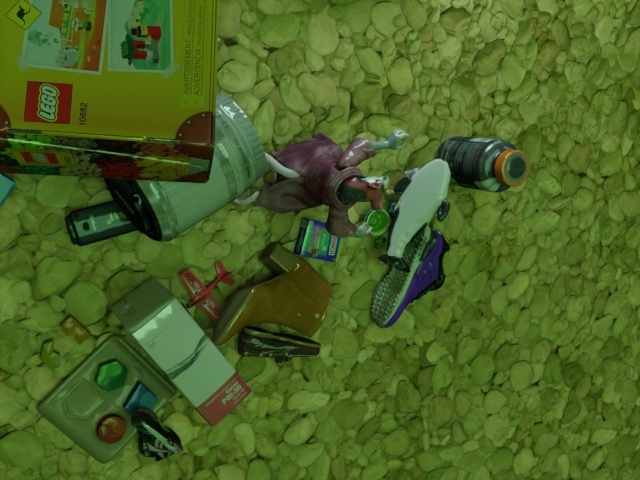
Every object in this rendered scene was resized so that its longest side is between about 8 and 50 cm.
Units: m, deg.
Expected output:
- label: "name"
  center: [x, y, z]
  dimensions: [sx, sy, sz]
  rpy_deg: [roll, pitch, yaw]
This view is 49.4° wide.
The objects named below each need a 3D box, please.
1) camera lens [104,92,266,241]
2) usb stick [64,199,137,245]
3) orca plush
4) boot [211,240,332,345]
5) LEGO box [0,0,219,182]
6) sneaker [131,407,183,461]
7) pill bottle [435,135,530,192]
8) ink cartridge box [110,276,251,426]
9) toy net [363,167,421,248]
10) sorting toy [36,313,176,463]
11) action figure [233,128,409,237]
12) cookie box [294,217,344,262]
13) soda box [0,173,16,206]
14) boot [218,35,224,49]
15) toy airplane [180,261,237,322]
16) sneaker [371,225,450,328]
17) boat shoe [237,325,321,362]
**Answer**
- label: "camera lens"
  center: [-0.274, -0.145, 1.387]
  dimensions: [0.274, 0.219, 0.219]
  rpy_deg: [-35, 114, -24]
- label: "usb stick"
  center: [-0.392, -0.058, 1.471]
  dimensions: [0.278, 0.045, 0.077]
  rpy_deg: [-18, 106, -22]
- label: "orca plush"
  center: [0.252, -0.060, 1.716]
  dimensions: [0.102, 0.151, 0.287]
  rpy_deg: [12, 92, -62]
- label: "boot"
  center: [-0.098, 0.169, 1.607]
  dimensions: [0.211, 0.104, 0.295]
  rpy_deg: [43, 64, -21]
- label: "LEGO box"
  center: [-0.365, -0.369, 1.191]
  dimensions: [0.372, 0.193, 0.500]
  rpy_deg: [3, 77, -11]
- label: "sneaker"
  center: [-0.377, 0.446, 1.551]
  dimensions: [0.077, 0.072, 0.178]
  rpy_deg: [-34, 133, -7]
- label: "pill bottle"
  center: [0.404, -0.189, 1.728]
  dimensions: [0.130, 0.245, 0.130]
  rpy_deg: [-6, 103, -25]
- label: "ink cartridge box"
  center: [-0.299, 0.232, 1.485]
  dimensions: [0.117, 0.207, 0.283]
  rpy_deg: [-40, 115, -15]
- label: "toy net"
  center: [0.207, -0.085, 1.764]
  dimensions: [0.232, 0.045, 0.122]
  rpy_deg: [-45, 116, -12]
- label: "sorting toy"
  center: [-0.488, 0.319, 1.503]
  dimensions: [0.229, 0.041, 0.307]
  rpy_deg: [-44, 116, -12]
- label: "action figure"
  center: [0.012, -0.141, 1.471]
  dimensions: [0.275, 0.370, 0.248]
  rpy_deg: [9, 97, -29]
- label: "cookie box"
  center: [0.000, 0.000, 1.681]
  dimensions: [0.107, 0.040, 0.092]
  rpy_deg: [12, 94, -29]
- label: "soda box"
  center: [-0.684, -0.138, 1.297]
  dimensions: [0.210, 0.067, 0.071]
  rpy_deg: [36, 83, -28]
- label: "boot"
  center: [-0.359, -0.414, 1.399]
  dimensions: [0.269, 0.089, 0.236]
  rpy_deg: [39, 74, -26]
- label: "toy airplane"
  center: [-0.254, 0.108, 1.584]
  dimensions: [0.151, 0.028, 0.151]
  rpy_deg: [-6, 104, -26]
- label: "sneaker"
  center: [0.249, 0.108, 1.793]
  dimensions: [0.146, 0.102, 0.293]
  rpy_deg: [29, 87, -29]
- label: "boat shoe"
  center: [-0.100, 0.257, 1.669]
  dimensions: [0.207, 0.073, 0.073]
  rpy_deg: [14, 90, -20]
